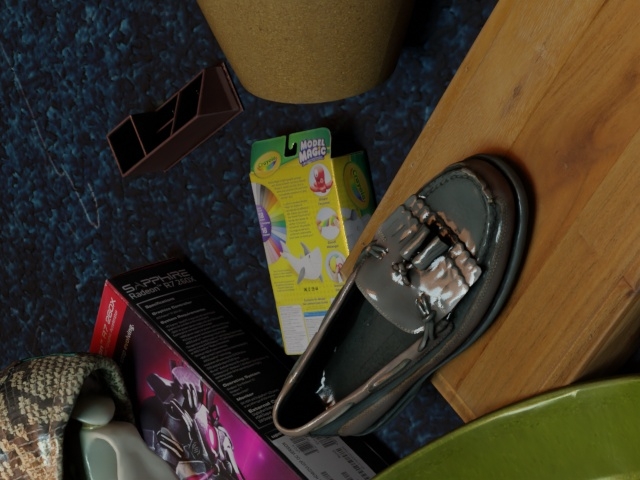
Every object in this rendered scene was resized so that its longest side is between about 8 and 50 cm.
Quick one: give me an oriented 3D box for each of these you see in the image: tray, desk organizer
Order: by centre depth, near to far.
[{"bbox_3d":[0.174,-0.055,1.081,0.203,0.076,0.411,50,132,26],"label":"tray"},{"bbox_3d":[-0.129,-0.102,1.406,0.130,0.050,0.047,-33,76,46],"label":"desk organizer"}]

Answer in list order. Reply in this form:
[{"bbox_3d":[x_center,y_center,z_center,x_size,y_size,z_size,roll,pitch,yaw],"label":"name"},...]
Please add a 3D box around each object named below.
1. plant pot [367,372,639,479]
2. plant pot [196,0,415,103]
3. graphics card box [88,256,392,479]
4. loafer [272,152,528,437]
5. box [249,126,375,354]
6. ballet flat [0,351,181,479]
[{"bbox_3d":[0.176,0.327,0.982,0.366,0.366,0.353,-14,112,48],"label":"plant pot"},{"bbox_3d":[-0.016,-0.235,1.146,0.237,0.237,0.254,23,129,41],"label":"plant pot"},{"bbox_3d":[-0.073,0.214,1.396,0.371,0.094,0.232,41,129,31],"label":"graphics card box"},{"bbox_3d":[0.051,0.053,1.122,0.096,0.084,0.267,51,132,25],"label":"loafer"},{"bbox_3d":[0.000,0.000,1.303,0.105,0.043,0.179,-7,98,48],"label":"box"},{"bbox_3d":[-0.156,0.321,1.349,0.182,0.164,0.482,-20,86,35],"label":"ballet flat"}]
